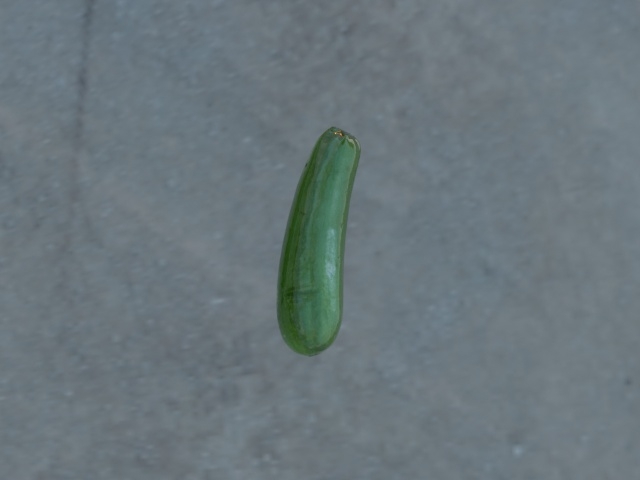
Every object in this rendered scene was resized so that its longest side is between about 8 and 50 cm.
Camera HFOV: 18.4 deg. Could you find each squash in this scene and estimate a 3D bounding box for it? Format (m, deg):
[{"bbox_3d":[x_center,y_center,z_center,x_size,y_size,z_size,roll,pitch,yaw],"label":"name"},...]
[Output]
[{"bbox_3d":[-0.001,0.000,0.754,0.027,0.027,0.089,9,84,-34],"label":"squash"}]
